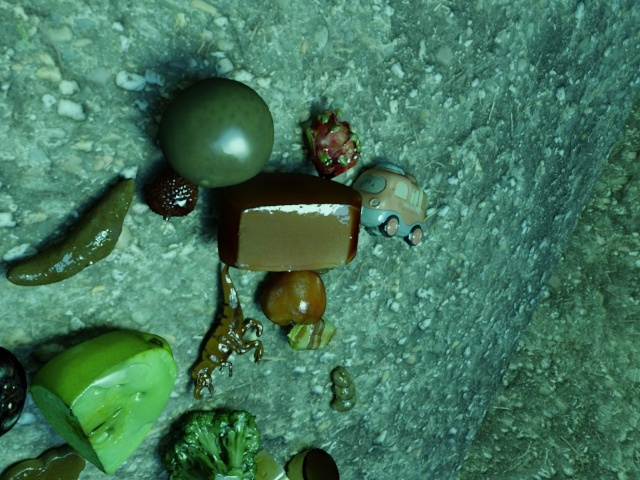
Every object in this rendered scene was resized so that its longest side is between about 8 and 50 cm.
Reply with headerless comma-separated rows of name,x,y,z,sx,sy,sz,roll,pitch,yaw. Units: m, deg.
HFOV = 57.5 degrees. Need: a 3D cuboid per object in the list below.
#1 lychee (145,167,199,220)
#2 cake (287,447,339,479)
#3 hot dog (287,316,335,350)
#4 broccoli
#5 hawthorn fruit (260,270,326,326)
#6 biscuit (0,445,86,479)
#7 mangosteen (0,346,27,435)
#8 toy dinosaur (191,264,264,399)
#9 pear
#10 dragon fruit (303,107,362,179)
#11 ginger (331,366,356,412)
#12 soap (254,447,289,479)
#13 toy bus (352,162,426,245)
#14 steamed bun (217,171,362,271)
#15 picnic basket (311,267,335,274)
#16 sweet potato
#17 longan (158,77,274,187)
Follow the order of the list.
lychee,-0.347,-0.111,1.386,0.129,0.123,0.123,-59,137,-18
cake,-0.050,0.880,2.153,0.178,0.185,0.208,-33,165,26
hot dog,-0.047,0.295,1.887,0.261,0.093,0.123,26,85,-61
broccoli,-0.302,0.660,1.728,0.304,0.283,0.321,-20,107,-20
hawthorn fruit,-0.074,0.146,1.742,0.197,0.197,0.225,21,69,-45
biscuit,-0.752,0.658,1.495,0.183,0.047,0.319,37,86,-43
mangosteen,-0.742,0.330,1.231,0.216,0.216,0.216,-20,124,-33
toy dinosaur,-0.248,0.265,1.696,0.208,0.097,0.431,12,101,-34
pear,-0.502,0.340,1.416,0.318,0.239,0.342,-42,148,-36
dragon fruit,0.028,-0.267,1.603,0.160,0.166,0.172,-25,101,19
ginger,0.085,0.550,2.146,0.104,0.080,0.204,-21,127,-25
soap,-0.239,0.830,1.970,0.232,0.140,0.073,-34,127,-23
toy bus,0.216,-0.118,1.830,0.288,0.194,0.232,20,90,-45
steamed bun,-0.087,-0.054,1.541,0.380,0.248,0.234,-4,117,-19
picnic basket,0.000,0.000,1.721,0.110,0.055,0.193,23,60,-44
sweet potato,-0.525,0.001,1.307,0.341,0.092,0.114,-43,117,-16
longan,-0.231,-0.240,1.322,0.258,0.258,0.257,-20,124,-33
